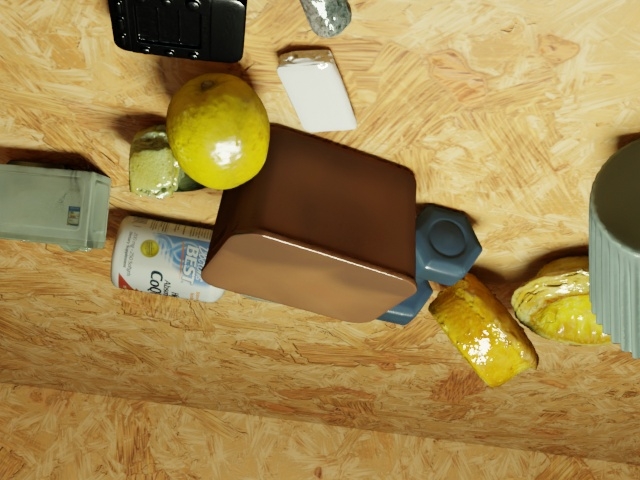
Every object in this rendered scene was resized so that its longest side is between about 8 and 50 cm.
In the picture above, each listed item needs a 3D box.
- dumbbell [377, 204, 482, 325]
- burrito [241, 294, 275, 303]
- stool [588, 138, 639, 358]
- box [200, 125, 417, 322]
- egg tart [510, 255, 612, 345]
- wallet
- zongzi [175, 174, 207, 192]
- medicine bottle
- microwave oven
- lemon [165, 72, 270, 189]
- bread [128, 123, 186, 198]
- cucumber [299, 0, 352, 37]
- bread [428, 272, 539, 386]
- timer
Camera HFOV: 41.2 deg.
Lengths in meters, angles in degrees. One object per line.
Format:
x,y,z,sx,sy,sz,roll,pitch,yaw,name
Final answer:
0.195,0.058,1.729,0.157,0.143,0.316,13,152,-12,dumbbell
0.000,0.110,1.954,0.392,0.076,0.117,2,152,12,burrito
0.587,0.014,1.402,0.297,0.297,0.330,-3,147,20,stool
-0.011,-0.025,1.521,0.340,0.229,0.239,16,153,-18,box
0.552,0.112,1.768,0.319,0.128,0.319,5,151,2,egg tart
-0.006,-0.231,1.330,0.095,0.033,0.190,-3,153,17,wallet
-0.258,-0.116,1.563,0.104,0.052,0.113,-4,-179,10,zongzi
-0.288,0.045,1.809,0.289,0.156,0.157,10,153,-5,medicine bottle
-0.521,-0.065,1.640,0.205,0.162,0.129,7,177,4,microwave oven
-0.160,-0.171,1.341,0.170,0.170,0.207,4,148,6,lemon
-0.287,-0.154,1.491,0.103,0.156,0.110,1,121,-2,bread
0.001,-0.323,1.115,0.064,0.064,0.112,-3,149,19,cucumber
0.350,0.195,1.824,0.146,0.268,0.268,-40,141,4,bread
-0.198,-0.315,1.194,0.188,0.055,0.144,6,156,-6,timer
